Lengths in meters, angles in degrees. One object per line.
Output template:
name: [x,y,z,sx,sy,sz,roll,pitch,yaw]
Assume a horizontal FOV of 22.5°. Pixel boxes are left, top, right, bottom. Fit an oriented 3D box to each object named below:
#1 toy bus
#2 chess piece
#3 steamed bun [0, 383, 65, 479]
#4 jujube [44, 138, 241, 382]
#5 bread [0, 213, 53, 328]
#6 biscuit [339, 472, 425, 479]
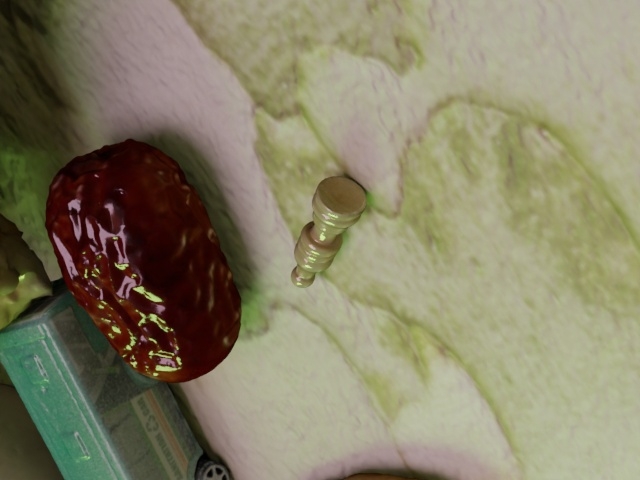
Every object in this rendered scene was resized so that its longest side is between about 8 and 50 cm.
toy bus: [-0.152,0.152,1.238,0.091,0.109,0.261,-18,104,37]
chess piece: [0.000,0.000,1.072,0.035,0.035,0.092,40,137,13]
steamed bun: [-0.317,0.279,1.318,0.309,0.309,0.309,20,126,29]
jujube: [-0.122,0.018,1.129,0.176,0.109,0.112,66,168,-16]
bread: [-0.434,-0.068,1.104,0.371,0.279,0.390,42,167,39]
biscuit: [0.021,0.256,1.201,0.154,0.045,0.299,46,134,10]
